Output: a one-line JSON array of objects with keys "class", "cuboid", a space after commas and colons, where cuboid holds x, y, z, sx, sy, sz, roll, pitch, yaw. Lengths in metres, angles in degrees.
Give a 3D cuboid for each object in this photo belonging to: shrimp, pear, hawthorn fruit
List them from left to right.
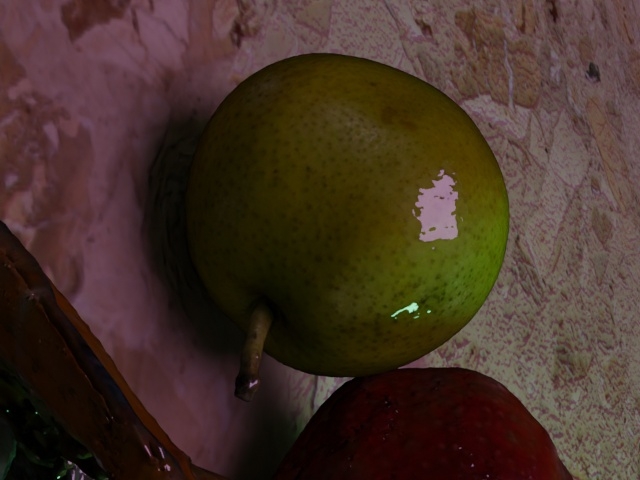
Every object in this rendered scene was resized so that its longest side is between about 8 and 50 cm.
[{"class": "shrimp", "cuboid": [-0.068, 0.115, 0.504, 0.054, 0.222, 0.290, -33, 120, -22]}, {"class": "pear", "cuboid": [0.000, 0.000, 0.692, 0.180, 0.166, 0.216, 43, 59, -2]}, {"class": "hawthorn fruit", "cuboid": [0.042, 0.171, 0.686, 0.181, 0.181, 0.235, 69, 27, -18]}]

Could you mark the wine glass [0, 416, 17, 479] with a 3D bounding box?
[{"class": "wine glass", "cuboid": [-0.160, -0.023, 0.323, 0.096, 0.264, 0.309, -40, 118, -27]}]
